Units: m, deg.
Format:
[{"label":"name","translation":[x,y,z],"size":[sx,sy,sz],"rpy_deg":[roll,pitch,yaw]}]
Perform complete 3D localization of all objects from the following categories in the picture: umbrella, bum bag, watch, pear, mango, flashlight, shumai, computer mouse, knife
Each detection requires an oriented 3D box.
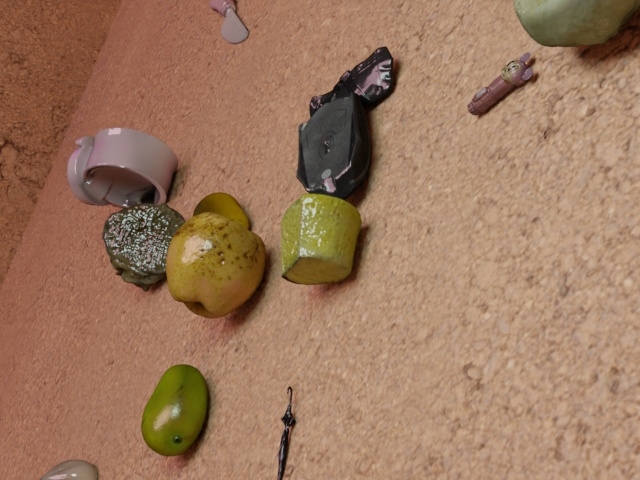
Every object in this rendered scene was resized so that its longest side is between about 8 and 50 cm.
[{"label":"umbrella","translation":[-0.049,0.276,1.356],"size":[0.022,0.022,0.149],"rpy_deg":[-1,67,18]},{"label":"bum bag","translation":[0.057,-0.241,1.628],"size":[0.198,0.049,0.087],"rpy_deg":[-35,56,35]},{"label":"watch","translation":[-0.434,-0.168,2.268],"size":[0.231,0.244,0.196],"rpy_deg":[-8,58,32]},{"label":"pear","translation":[-0.178,0.044,1.635],"size":[0.178,0.178,0.178],"rpy_deg":[-41,33,35]},{"label":"mango","translation":[-0.237,0.274,1.600],"size":[0.117,0.089,0.163],"rpy_deg":[-30,39,45]},{"label":"flashlight","translation":[0.237,-0.206,1.297],"size":[0.110,0.031,0.052],"rpy_deg":[-39,35,37]},{"label":"shumai","translation":[-0.358,0.015,2.060],"size":[0.142,0.184,0.184],"rpy_deg":[103,-172,-76]},{"label":"mango","translation":[-0.186,-0.037,1.829],"size":[0.103,0.076,0.161],"rpy_deg":[-57,35,-6]},{"label":"computer mouse","translation":[0.029,-0.143,1.552],"size":[0.126,0.071,0.231],"rpy_deg":[-31,41,27]},{"label":"knife","translation":[-0.233,-0.554,2.438],"size":[0.081,0.043,0.336],"rpy_deg":[-57,29,22]}]

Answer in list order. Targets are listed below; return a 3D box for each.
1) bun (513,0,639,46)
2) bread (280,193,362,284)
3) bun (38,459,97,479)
[{"label":"bun","translation":[0.323,-0.308,1.153],"size":[0.195,0.118,0.195],"rpy_deg":[-46,24,28]},{"label":"bread","translation":[0.000,0.000,1.428],"size":[0.129,0.111,0.114],"rpy_deg":[125,156,-61]},{"label":"bun","translation":[-0.493,0.476,1.853],"size":[0.138,0.094,0.138],"rpy_deg":[-36,38,35]}]
